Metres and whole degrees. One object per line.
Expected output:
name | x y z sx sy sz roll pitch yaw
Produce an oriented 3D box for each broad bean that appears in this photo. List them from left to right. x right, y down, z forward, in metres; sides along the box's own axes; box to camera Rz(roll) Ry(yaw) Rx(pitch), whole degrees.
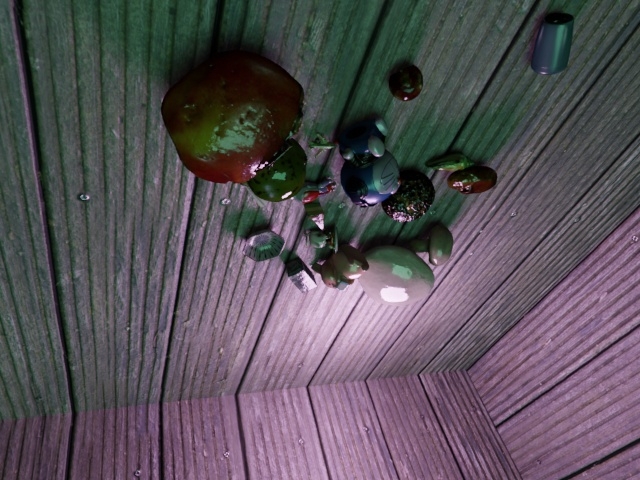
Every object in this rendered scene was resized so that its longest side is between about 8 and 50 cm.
broad bean | 0.662 -0.263 1.915 0.229 0.156 0.122 -11 105 -24

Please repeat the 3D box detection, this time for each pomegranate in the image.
pomegranate | -0.174 -0.250 1.543 0.271 0.254 0.254 -19 140 4

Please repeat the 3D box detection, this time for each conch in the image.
conch | 0.550 -0.328 1.843 0.201 0.095 0.079 -13 109 -6

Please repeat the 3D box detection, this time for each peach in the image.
peach | -0.248 -0.366 1.299 0.417 0.339 0.353 -18 141 -9

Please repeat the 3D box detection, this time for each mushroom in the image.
mushroom | 0.569 0.015 2.191 0.206 0.209 0.206 -32 141 -31

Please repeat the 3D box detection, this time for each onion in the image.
onion | 0.294 -0.533 1.496 0.117 0.118 0.118 -18 143 23

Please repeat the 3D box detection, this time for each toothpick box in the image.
toothpick box | 0.810 -0.688 1.528 0.120 0.120 0.184 -18 136 -2

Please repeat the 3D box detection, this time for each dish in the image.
dish | -0.252 0.007 1.922 0.191 0.066 0.190 -12 139 -11

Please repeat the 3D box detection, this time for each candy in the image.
candy | 0.359 0.184 2.208 0.386 0.186 0.427 -19 129 29

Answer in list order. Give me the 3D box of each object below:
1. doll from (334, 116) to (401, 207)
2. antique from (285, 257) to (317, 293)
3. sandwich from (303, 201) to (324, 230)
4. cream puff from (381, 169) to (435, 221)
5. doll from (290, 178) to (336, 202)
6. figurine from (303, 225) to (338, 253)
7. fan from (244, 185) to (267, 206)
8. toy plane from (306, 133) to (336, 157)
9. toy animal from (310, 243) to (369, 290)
doll | 0.180 -0.277 1.654 0.240 0.284 0.310 5 137 34
antique | -0.097 0.168 2.145 0.086 0.088 0.183 -27 140 7
sandwich | -0.030 -0.098 1.886 0.074 0.074 0.116 -12 140 -12
cream puff | 0.379 -0.181 1.884 0.239 0.164 0.239 -11 136 -11
doll | -0.041 -0.196 1.770 0.228 0.075 0.102 -15 150 -20
figurine | 0.000 0.000 1.986 0.154 0.132 0.132 -1 138 -2
fan | -0.320 -0.256 1.640 0.233 0.012 0.414 -26 137 8
toy plane | 0.003 -0.357 1.635 0.111 0.040 0.102 -9 140 -14
toy animal | 0.108 0.141 2.097 0.195 0.213 0.256 25 123 -24
